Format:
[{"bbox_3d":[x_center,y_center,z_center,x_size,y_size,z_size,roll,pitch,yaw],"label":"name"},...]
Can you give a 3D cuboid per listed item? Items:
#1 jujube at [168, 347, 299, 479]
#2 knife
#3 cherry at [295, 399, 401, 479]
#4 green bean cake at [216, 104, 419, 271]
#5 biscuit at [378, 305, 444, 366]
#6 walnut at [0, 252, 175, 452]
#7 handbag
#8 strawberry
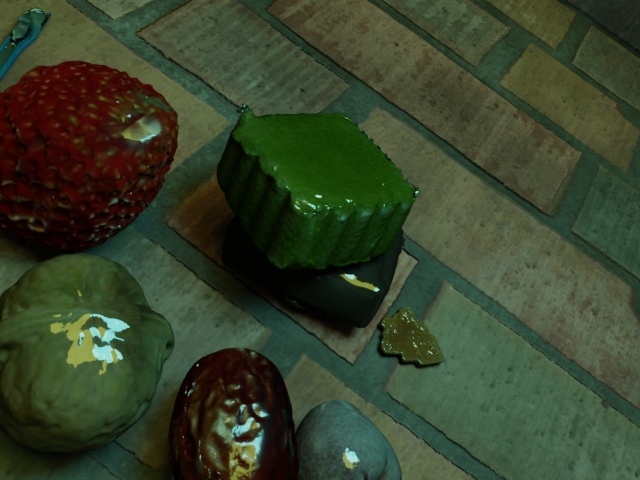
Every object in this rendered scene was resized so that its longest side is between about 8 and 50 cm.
[{"bbox_3d":[-0.110,0.267,0.932,0.183,0.183,0.243,16,45,-15],"label":"jujube"},{"bbox_3d":[-0.559,-0.338,1.274,0.044,0.026,0.296,28,46,-20],"label":"knife"},{"bbox_3d":[0.029,0.309,0.989,0.176,0.140,0.176,44,8,-8],"label":"cherry"},{"bbox_3d":[-0.011,-0.080,1.110,0.250,0.156,0.247,-11,50,-37],"label":"green bean cake"},{"bbox_3d":[0.159,0.178,1.238,0.130,0.019,0.119,36,47,3],"label":"biscuit"},{"bbox_3d":[-0.310,0.141,0.899,0.248,0.248,0.248,13,51,-17],"label":"walnut"},{"bbox_3d":[0.000,0.000,1.236,0.285,0.113,0.257,27,42,4],"label":"handbag"},{"bbox_3d":[-0.357,-0.140,1.039,0.292,0.310,0.291,11,56,-17],"label":"strawberry"}]
